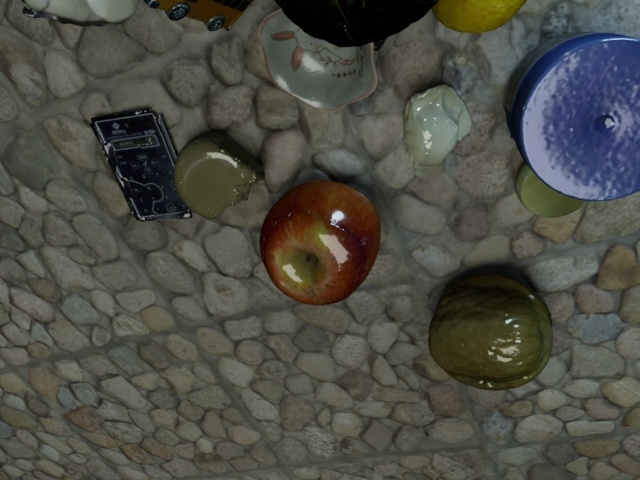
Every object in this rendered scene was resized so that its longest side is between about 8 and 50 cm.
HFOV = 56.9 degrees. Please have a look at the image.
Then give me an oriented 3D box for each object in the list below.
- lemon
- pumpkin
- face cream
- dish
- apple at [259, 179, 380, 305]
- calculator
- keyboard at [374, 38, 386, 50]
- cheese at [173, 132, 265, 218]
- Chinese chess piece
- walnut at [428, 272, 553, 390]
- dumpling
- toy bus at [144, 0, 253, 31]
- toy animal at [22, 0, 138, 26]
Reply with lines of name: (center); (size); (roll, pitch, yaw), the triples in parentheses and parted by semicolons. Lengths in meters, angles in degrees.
lemon: (0.254, -0.424, 0.907); (0.169, 0.170, 0.207); (17, 128, -2)
pumpkin: (0.065, -0.431, 0.850); (0.295, 0.296, 0.296); (5, 128, 7)
face cream: (0.439, -0.213, 0.971); (0.248, 0.225, 0.249); (4, 114, 9)
dish: (0.007, -0.346, 1.058); (0.229, 0.081, 0.230); (14, 141, 12)
apple: (0.000, 0.000, 1.255); (0.251, 0.206, 0.272); (17, 126, 11)
calculator: (-0.387, -0.160, 1.314); (0.165, 0.028, 0.274); (-5, 125, 14)
keyboard: (0.154, -0.488, 0.962); (0.103, 0.041, 0.381); (28, 133, -12)
cheese: (-0.229, -0.134, 1.266); (0.175, 0.091, 0.202); (32, 128, -14)
Chinese chess piece: (0.461, -0.114, 1.169); (0.143, 0.059, 0.144); (6, 126, 8)
walnut: (0.376, 0.203, 1.322); (0.282, 0.227, 0.283); (0, 90, 34)
dumpling: (0.227, -0.210, 1.130); (0.134, 0.100, 0.170); (-18, 103, -18)
toy bus: (-0.204, -0.423, 0.962); (0.114, 0.201, 0.098); (-37, 79, 28)
toy animal: (-0.421, -0.495, 0.974); (0.248, 0.174, 0.289); (12, 129, 1)
